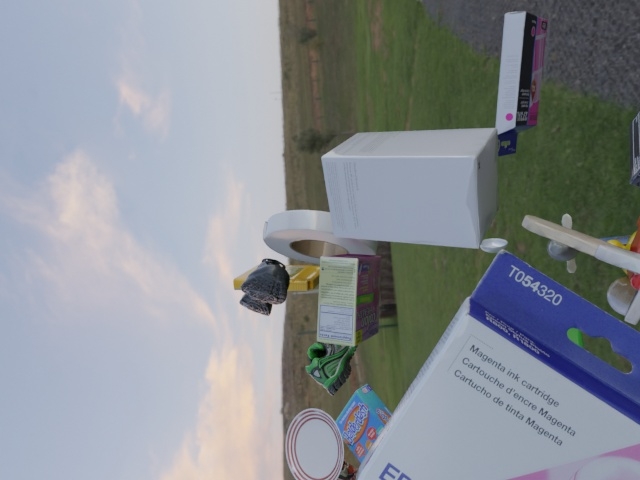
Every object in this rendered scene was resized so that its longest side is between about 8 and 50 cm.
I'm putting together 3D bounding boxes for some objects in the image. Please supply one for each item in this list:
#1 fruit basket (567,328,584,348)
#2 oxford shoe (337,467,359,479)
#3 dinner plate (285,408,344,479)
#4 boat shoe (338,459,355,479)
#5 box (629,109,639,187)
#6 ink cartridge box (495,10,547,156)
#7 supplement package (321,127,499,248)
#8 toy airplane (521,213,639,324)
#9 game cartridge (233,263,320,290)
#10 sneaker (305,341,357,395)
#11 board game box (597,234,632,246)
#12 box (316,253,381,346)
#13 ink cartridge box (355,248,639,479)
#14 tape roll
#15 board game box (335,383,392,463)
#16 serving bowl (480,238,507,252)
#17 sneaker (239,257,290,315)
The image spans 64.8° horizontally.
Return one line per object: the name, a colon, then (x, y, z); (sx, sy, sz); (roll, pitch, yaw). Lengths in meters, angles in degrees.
fruit basket: (0.564, 0.370, 1.464); (0.283, 0.391, 0.393); (34, -129, -69)
oxford shoe: (0.183, 0.698, 1.409); (0.140, 0.396, 0.147); (-146, 50, -78)
dinner plate: (-0.009, 0.384, 0.932); (0.017, 0.141, 0.141); (17, -115, -47)
boat shoe: (0.048, 0.585, 1.302); (0.137, 0.043, 0.049); (30, -167, -41)
box: (0.920, -0.298, 1.228); (0.294, 0.182, 0.296); (102, -166, -49)
ink cartridge box: (0.547, -0.418, 1.388); (0.175, 0.069, 0.371); (-17, -65, -48)
supplement package: (0.178, -0.107, 0.979); (0.177, 0.292, 0.176); (-42, -51, -50)
toy airplane: (0.649, 0.057, 0.994); (0.386, 0.384, 0.273); (-104, 14, -52)
game cartridge: (-0.152, 0.147, 2.063); (0.285, 0.323, 0.053); (-35, -58, -73)
sneaker: (0.039, 0.389, 1.788); (0.134, 0.146, 0.343); (-49, 4, 17)
board game box: (0.881, 0.009, 1.453); (0.145, 0.281, 0.027); (-165, 71, -70)
box: (0.089, 0.165, 1.479); (0.213, 0.117, 0.243); (0, -87, -66)
ink cartridge box: (0.261, 0.230, 0.572); (0.330, 0.324, 0.071); (-58, -8, 2)
tape roll: (0.000, 0.000, 1.723); (0.392, 0.391, 0.072); (72, -156, -71)
board game box: (0.135, 0.476, 1.207); (0.210, 0.047, 0.160); (47, 131, 29)
serving bowl: (0.533, 0.020, 1.557); (0.083, 0.083, 0.027); (-79, -19, -73)
sneaker: (-0.131, 0.094, 1.241); (0.130, 0.109, 0.286); (-68, 10, -23)
